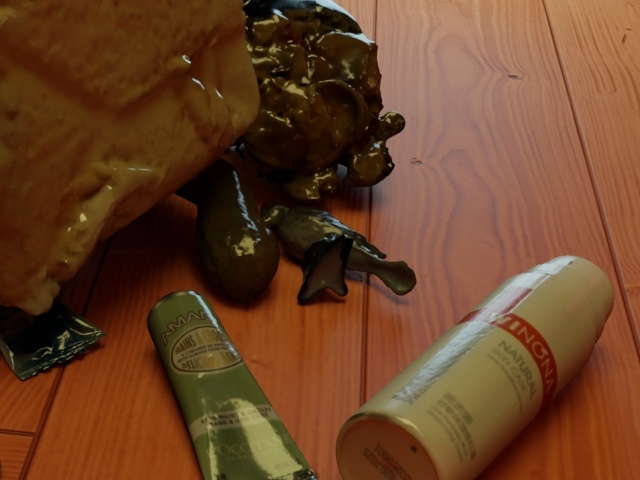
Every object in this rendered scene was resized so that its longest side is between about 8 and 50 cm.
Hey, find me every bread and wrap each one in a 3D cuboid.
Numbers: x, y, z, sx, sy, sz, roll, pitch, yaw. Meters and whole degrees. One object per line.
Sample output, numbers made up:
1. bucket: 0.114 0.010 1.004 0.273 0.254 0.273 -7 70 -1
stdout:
1. bread: -0.286 -0.161 1.289 0.371 0.279 0.390 9 34 28

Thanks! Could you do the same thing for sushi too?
1. sushi: -0.026 -0.150 1.508 0.200 0.213 0.204 -32 28 -17

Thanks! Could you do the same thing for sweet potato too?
1. sweet potato: -0.100 -0.030 1.359 0.081 0.062 0.233 -14 44 -24

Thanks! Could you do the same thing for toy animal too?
1. toy animal: -0.005 0.002 1.371 0.105 0.070 0.202 -3 23 -36

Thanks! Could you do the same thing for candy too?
1. candy: -0.248 0.060 1.224 0.088 0.038 0.136 -20 47 -33

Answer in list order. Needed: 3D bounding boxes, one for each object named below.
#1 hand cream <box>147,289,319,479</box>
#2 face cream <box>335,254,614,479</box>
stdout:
1. hand cream: -0.081 0.119 1.143 0.086 0.055 0.235 -9 40 -21
2. face cream: 0.143 0.103 1.163 0.102 0.102 0.345 22 34 26
